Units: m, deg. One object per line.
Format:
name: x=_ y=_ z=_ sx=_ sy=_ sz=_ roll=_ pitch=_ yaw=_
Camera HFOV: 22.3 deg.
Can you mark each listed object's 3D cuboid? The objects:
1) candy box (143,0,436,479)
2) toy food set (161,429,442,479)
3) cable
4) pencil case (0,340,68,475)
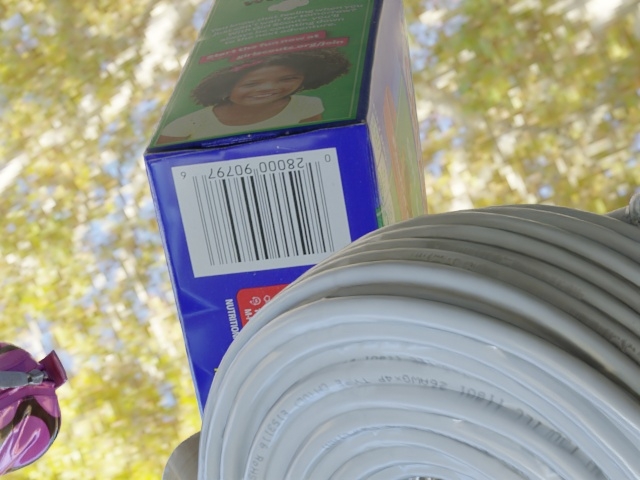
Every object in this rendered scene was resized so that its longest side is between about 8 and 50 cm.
candy box: x=0.000 y=0.000 z=0.951 sx=0.317 sy=0.122 sz=0.268 roll=-84 pitch=-14 yaw=-64
toy food set: x=0.045 y=0.191 z=1.276 sx=0.306 sy=0.220 sz=0.092 roll=-23 pitch=-63 yaw=-14
cable: x=0.071 y=0.114 z=0.554 sx=0.089 sy=0.257 sz=0.257 roll=-30 pitch=-74 yaw=-44
pencil case: x=-0.229 y=0.118 z=0.903 sx=0.095 sy=0.098 sz=0.209 roll=65 pitch=-152 yaw=-5
